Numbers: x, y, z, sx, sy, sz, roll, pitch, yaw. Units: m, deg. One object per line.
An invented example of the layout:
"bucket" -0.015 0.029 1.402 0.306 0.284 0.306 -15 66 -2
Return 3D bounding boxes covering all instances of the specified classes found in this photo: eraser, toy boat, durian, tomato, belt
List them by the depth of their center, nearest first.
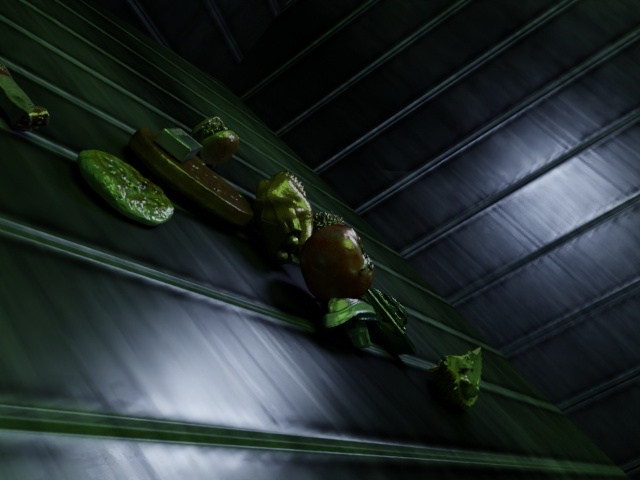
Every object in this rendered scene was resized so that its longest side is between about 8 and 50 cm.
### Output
"belt" -0.642 -0.297 1.281 0.232 0.071 0.053 43 18 22
"toy boat" 0.080 0.222 1.636 0.262 0.114 0.115 24 54 -56
"eraser" -0.383 -0.263 1.701 0.092 0.046 0.212 39 7 -8
"tomato" 0.037 0.066 1.705 0.232 0.189 0.232 62 10 -19
"durian" 0.422 0.410 1.881 0.172 0.166 0.306 51 15 31
"toy boat" 0.195 0.234 1.912 0.296 0.122 0.114 48 -11 19
"durian" 0.000 0.000 2.063 0.167 0.196 0.196 24 4 22

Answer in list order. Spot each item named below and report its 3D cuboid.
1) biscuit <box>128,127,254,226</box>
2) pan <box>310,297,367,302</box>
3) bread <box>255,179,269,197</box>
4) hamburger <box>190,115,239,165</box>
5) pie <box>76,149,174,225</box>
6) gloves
"biscuit" -0.359 -0.172 1.735 0.394 0.070 0.350 36 8 -22
"pan" 0.043 0.181 1.793 0.202 0.048 0.128 18 21 -20
"bread" -0.152 -0.103 2.102 0.142 0.091 0.305 44 9 -27
"hamburger" -0.360 -0.328 2.144 0.131 0.159 0.185 43 -16 26
"pie" -0.422 -0.116 1.349 0.240 0.054 0.240 40 9 -8
"gloves" -0.109 -0.058 1.831 0.203 0.155 0.356 56 15 -34
